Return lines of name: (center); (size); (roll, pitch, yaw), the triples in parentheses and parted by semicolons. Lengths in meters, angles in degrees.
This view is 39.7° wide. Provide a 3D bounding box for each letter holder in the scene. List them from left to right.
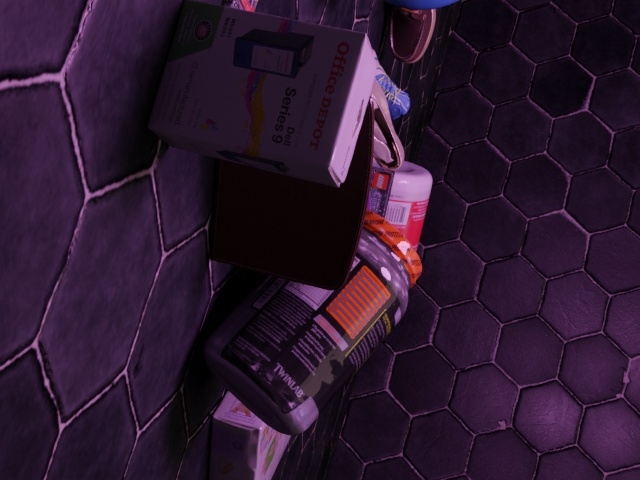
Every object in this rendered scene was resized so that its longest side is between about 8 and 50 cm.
letter holder: (-0.021, -0.108, 1.243); (0.152, 0.214, 0.302); (-58, 160, -57)

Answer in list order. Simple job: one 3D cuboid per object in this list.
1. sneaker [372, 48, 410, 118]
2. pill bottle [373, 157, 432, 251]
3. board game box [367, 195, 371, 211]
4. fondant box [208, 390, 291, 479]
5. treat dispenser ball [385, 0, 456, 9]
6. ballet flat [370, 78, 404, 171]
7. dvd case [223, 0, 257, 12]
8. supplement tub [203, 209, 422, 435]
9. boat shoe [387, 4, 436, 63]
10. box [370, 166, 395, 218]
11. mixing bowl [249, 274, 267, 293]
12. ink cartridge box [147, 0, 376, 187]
sneaker: (0.146, -0.352, 2.016); (0.240, 0.126, 0.091); (75, 31, -70)
pill bottle: (0.101, 0.021, 2.006); (0.229, 0.228, 0.408); (-43, 147, -71)
board game box: (0.000, 0.000, 1.644); (0.208, 0.056, 0.347); (-38, 158, -11)
fondant box: (-0.108, 0.324, 1.694); (0.330, 0.096, 0.238); (-62, 162, -55)
treat dispenser ball: (0.171, -0.532, 1.472); (0.288, 0.288, 0.288); (14, 90, -79)
ballet flat: (0.104, -0.246, 1.814); (0.248, 0.086, 0.086); (59, 32, -22)
dvd case: (-0.091, -0.331, 1.127); (0.087, 0.013, 0.120); (59, 48, -75)
supplement tub: (-0.005, 0.119, 1.390); (0.338, 0.207, 0.207); (-46, 158, -21)
boat shoe: (0.206, -0.584, 2.088); (0.123, 0.123, 0.342); (-32, 137, -55)
box: (0.052, -0.049, 1.848); (0.044, 0.159, 0.233); (-39, 142, -73)
mixing bowl: (-0.061, 0.115, 1.557); (0.181, 0.098, 0.182); (-17, 120, -33)
ink cartridge box: (-0.061, -0.161, 0.972); (0.093, 0.212, 0.154); (45, 60, -77)
